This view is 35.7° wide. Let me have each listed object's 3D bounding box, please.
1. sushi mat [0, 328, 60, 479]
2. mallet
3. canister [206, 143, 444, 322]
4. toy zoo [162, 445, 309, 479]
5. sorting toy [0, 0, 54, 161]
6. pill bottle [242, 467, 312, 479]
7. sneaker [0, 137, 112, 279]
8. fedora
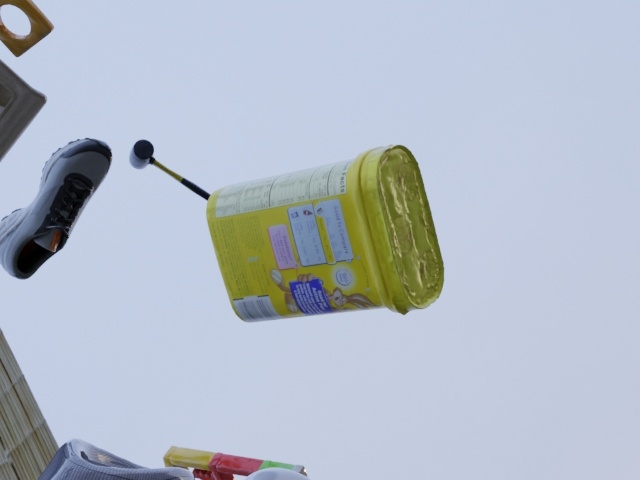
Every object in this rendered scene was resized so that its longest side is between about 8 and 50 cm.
[{"bbox_3d":[-0.429,0.215,1.280,0.151,0.316,0.019,-35,-15,17],"label":"sushi mat"},{"bbox_3d":[-0.240,-0.109,1.690,0.039,0.189,0.062,-60,0,-22],"label":"mallet"},{"bbox_3d":[0.000,0.000,0.793,0.073,0.170,0.126,-27,-75,-54],"label":"canister"},{"bbox_3d":[-0.130,0.412,1.561,0.030,0.293,0.192,-53,-45,-46],"label":"toy zoo"},{"bbox_3d":[-0.424,-0.163,1.098,0.347,0.196,0.047,-39,18,37],"label":"sorting toy"},{"bbox_3d":[-0.075,0.255,0.667,0.215,0.117,0.117,-43,-34,21],"label":"pill bottle"},{"bbox_3d":[-0.425,-0.048,1.621,0.271,0.108,0.100,-51,-43,6],"label":"sneaker"},{"bbox_3d":[-0.213,0.276,1.006,0.275,0.243,0.124,38,-114,-70],"label":"fedora"}]
